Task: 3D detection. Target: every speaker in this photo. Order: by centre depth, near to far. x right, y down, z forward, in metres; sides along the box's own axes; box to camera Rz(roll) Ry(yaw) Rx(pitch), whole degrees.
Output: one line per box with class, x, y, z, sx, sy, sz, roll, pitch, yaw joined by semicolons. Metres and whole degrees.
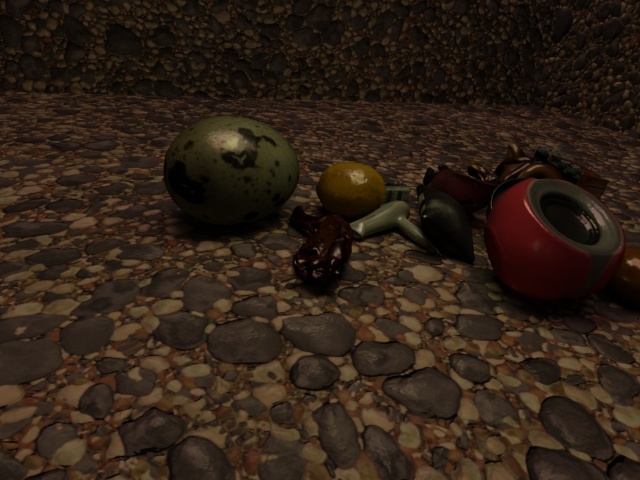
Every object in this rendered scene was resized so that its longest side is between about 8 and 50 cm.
speaker;0.529;-0.003;1.176;0.295;0.294;0.294;5;25;-2

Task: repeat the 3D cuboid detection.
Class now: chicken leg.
chicken leg;0.000;0.000;1.268;0.158;0.095;0.407;-17;26;-2

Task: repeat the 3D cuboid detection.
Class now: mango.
mango;0.765;0.095;1.200;0.221;0.120;0.152;28;35;25

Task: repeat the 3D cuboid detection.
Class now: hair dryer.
hair dryer;0.216;-0.013;1.390;0.207;0.075;0.237;-25;47;-37

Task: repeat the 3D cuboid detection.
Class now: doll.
doll;0.653;-0.158;1.654;0.318;0.209;0.339;33;20;-20

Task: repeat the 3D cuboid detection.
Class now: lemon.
lemon;0.086;-0.145;1.499;0.208;0.169;0.170;8;25;7

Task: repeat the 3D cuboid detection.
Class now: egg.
egg;-0.226;-0.181;1.367;0.288;0.287;0.380;27;18;37

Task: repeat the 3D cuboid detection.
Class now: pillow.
pillow;0.338;-0.054;1.404;0.186;0.106;0.249;39;23;-12

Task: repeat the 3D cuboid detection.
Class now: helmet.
helmet;0.413;-0.142;1.567;0.199;0.154;0.253;8;19;-24

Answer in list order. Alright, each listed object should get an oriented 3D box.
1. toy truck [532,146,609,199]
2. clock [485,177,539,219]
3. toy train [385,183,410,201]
toy truck;0.910;-0.240;1.923;0.163;0.136;0.305;8;27;-13
clock;0.588;-0.052;1.406;0.281;0.055;0.280;4;54;-6
toy train;0.168;-0.155;1.668;0.234;0.052;0.051;0;31;-12
